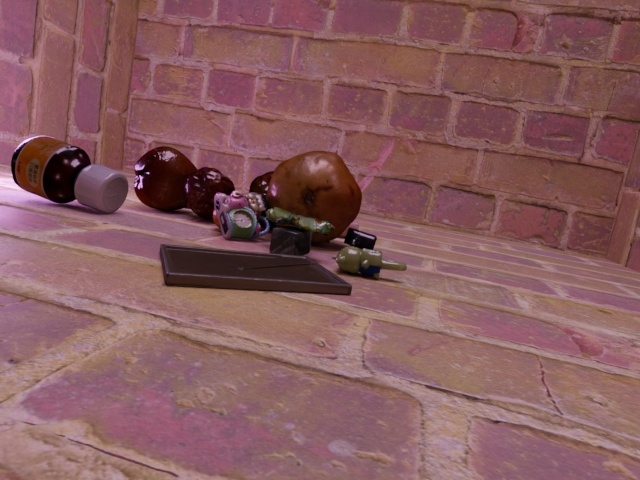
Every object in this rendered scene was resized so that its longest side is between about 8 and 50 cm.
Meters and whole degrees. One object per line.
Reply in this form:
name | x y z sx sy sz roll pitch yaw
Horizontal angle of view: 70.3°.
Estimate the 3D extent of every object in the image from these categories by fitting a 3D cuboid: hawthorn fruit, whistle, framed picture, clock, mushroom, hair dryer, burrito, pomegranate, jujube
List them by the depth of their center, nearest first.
framed picture | -0.183 0.072 1.194 0.447 0.028 0.326 6 9 -22
whistle | 0.147 0.068 1.383 0.228 0.084 0.105 9 9 3
burrito | -0.090 -0.065 1.522 0.288 0.054 0.104 18 14 36
clock | -0.277 -0.094 1.675 0.196 0.193 0.100 -7 -24 -37
hair dryer | 0.149 0.004 1.780 0.125 0.071 0.219 18 9 10
pomegranate | -0.031 -0.171 1.831 0.411 0.409 0.410 9 9 -1
jujube | -0.474 -0.197 1.953 0.213 0.212 0.232 11 -15 9
hawthorn fruit | -0.690 -0.264 2.042 0.295 0.294 0.311 15 -24 33
mushroom | -0.196 -0.204 2.086 0.268 0.267 0.254 11 -32 7

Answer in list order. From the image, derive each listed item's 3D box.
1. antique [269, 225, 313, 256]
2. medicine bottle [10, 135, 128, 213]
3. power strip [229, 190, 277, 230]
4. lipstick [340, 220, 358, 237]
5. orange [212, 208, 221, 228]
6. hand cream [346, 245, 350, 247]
antique | -0.093 0.001 1.544 0.086 0.088 0.183 13 10 17
medicine bottle | -0.948 -0.250 1.748 0.396 0.242 0.242 16 10 12
power strip | -0.272 -0.120 1.912 0.257 0.105 0.070 20 45 -26
lipstick | 0.009 -0.070 2.106 0.327 0.087 0.087 7 9 -16
orange | -0.352 -0.091 1.776 0.136 0.117 0.135 -8 12 2
hand cream | 0.119 0.028 1.826 0.030 0.019 0.093 13 7 11
